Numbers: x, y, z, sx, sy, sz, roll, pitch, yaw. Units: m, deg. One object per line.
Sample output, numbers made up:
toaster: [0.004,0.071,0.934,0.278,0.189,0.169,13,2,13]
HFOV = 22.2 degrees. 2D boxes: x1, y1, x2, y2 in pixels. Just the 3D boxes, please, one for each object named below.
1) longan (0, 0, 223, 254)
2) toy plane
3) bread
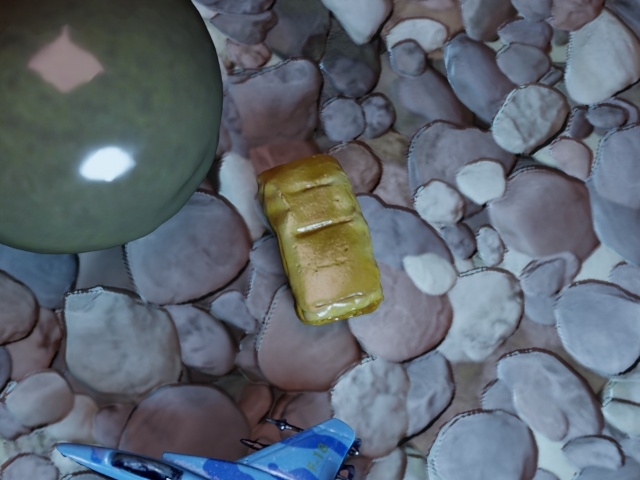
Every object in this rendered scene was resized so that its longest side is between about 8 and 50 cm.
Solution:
longan: [-0.190,-0.112,1.183,0.248,0.248,0.248,3,63,-5]
toy plane: [-0.065,0.185,1.128,0.246,0.078,0.169,14,62,8]
bread: [0.000,0.000,1.238,0.074,0.053,0.132,-12,67,-12]
